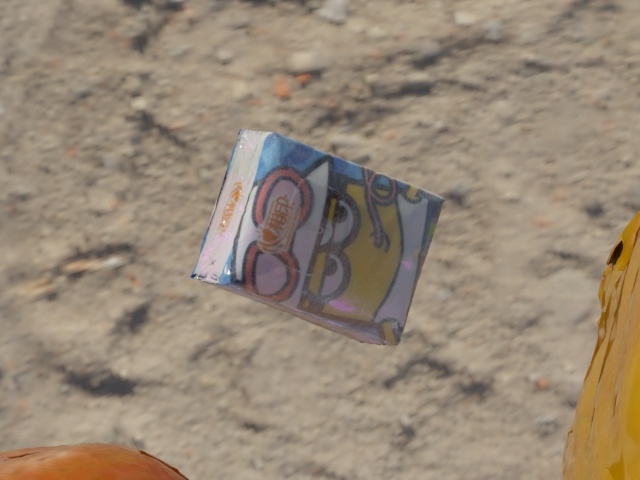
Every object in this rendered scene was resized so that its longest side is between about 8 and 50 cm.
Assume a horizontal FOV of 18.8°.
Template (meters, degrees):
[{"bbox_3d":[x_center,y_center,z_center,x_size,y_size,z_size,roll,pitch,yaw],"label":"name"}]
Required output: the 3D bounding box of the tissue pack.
[{"bbox_3d":[0.000,0.000,1.362,0.065,0.155,0.115,9,80,58],"label":"tissue pack"}]

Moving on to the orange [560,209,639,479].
[{"bbox_3d":[0.229,0.071,0.456,0.293,0.340,0.340,35,124,57],"label":"orange"}]

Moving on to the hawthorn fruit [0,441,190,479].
[{"bbox_3d":[-0.091,0.128,0.657,0.138,0.133,0.133,9,107,32],"label":"hawthorn fruit"}]
